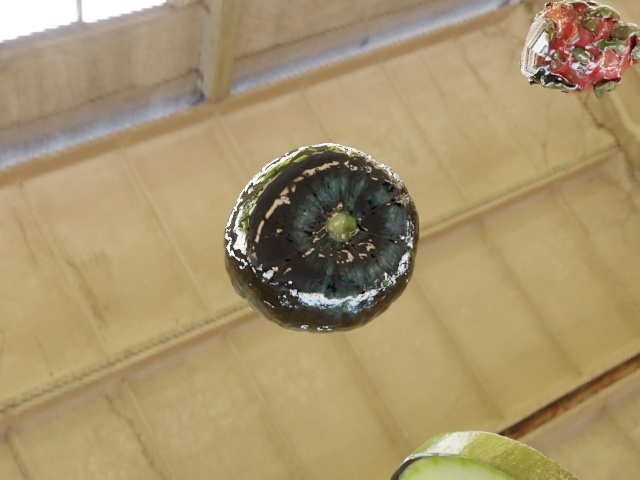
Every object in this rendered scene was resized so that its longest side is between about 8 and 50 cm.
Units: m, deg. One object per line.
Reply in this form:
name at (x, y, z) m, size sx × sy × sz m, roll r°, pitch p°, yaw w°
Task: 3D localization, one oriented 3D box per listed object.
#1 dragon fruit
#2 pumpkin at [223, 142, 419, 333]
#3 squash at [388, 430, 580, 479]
dragon fruit at (0.397, -0.284, 1.594) m, size 0.172 × 0.166 × 0.160 m, roll 10°, pitch -114°, yaw -24°
pumpkin at (0.000, 0.000, 1.658) m, size 0.315 × 0.238 × 0.315 m, roll 4°, pitch -110°, yaw -12°
squash at (0.163, 0.284, 0.934) m, size 0.252 × 0.252 × 0.049 m, roll 40°, pitch -131°, yaw 22°
